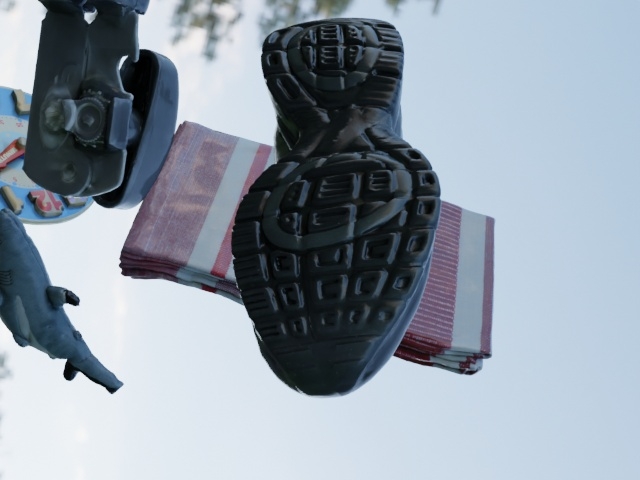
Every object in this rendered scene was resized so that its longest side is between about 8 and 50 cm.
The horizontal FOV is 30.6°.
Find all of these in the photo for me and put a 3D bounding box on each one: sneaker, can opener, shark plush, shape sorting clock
[{"bbox_3d":[0.016,-0.011,0.669,0.286,0.109,0.130,-83,170,-49],"label":"sneaker"},{"bbox_3d":[-0.129,-0.162,0.743,0.076,0.095,0.283,7,-91,25],"label":"can opener"},{"bbox_3d":[-0.213,0.055,0.898,0.067,0.073,0.161,-36,-97,29],"label":"shark plush"},{"bbox_3d":[-0.343,-0.101,1.320,0.040,0.206,0.206,-45,-140,39],"label":"shape sorting clock"}]

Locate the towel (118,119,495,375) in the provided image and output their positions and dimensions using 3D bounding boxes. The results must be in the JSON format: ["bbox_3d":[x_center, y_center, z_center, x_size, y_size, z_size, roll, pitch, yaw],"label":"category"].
[{"bbox_3d":[0.000,0.000,1.075,0.237,0.329,0.037,-76,-177,-55],"label":"towel"}]
